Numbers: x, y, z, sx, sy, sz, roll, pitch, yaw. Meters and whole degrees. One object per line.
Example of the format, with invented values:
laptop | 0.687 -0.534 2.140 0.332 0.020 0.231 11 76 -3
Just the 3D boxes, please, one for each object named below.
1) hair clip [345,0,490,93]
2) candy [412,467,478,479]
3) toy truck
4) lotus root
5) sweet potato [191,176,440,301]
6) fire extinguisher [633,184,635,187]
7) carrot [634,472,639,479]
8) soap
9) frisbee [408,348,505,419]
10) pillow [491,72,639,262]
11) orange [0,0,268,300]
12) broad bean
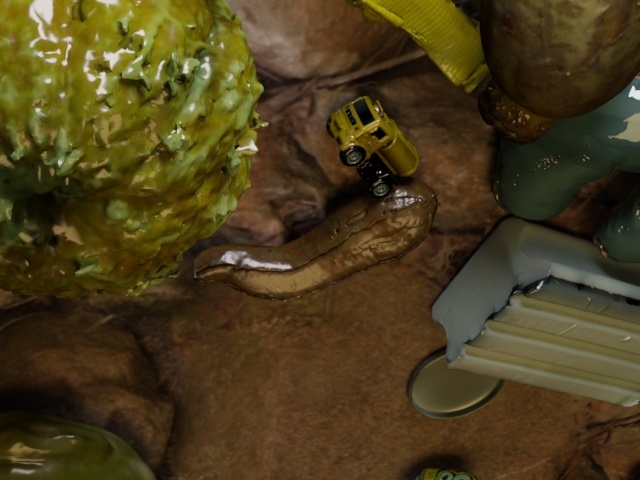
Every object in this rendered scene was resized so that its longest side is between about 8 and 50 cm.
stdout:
hair clip | 0.081 -0.187 1.095 0.072 0.046 0.173 -44 132 18
candy | 0.077 0.361 1.599 0.091 0.083 0.305 40 122 -9
toy truck | 0.044 -0.083 1.179 0.054 0.049 0.083 -33 134 11
lotus root | 0.192 -0.207 1.036 0.173 0.173 0.309 -6 129 -14
sweet potato | 0.000 0.005 1.242 0.233 0.062 0.081 -21 120 5
fire extinguisher | 0.391 -0.064 1.327 0.173 0.035 0.049 -6 137 -18
carrot | 0.401 0.347 1.696 0.060 0.060 0.186 -9 135 -11
soap | 0.256 0.075 1.376 0.261 0.094 0.150 15 131 -31
frisbee | 0.145 0.149 1.455 0.110 0.014 0.110 -9 133 -10
pillow | 0.271 -0.061 1.234 0.233 0.086 0.214 20 138 -21
orange | -0.190 -0.077 0.988 0.300 0.223 0.301 0 132 -11
broad bean | -0.278 0.276 1.359 0.238 0.119 0.291 -28 138 -5
